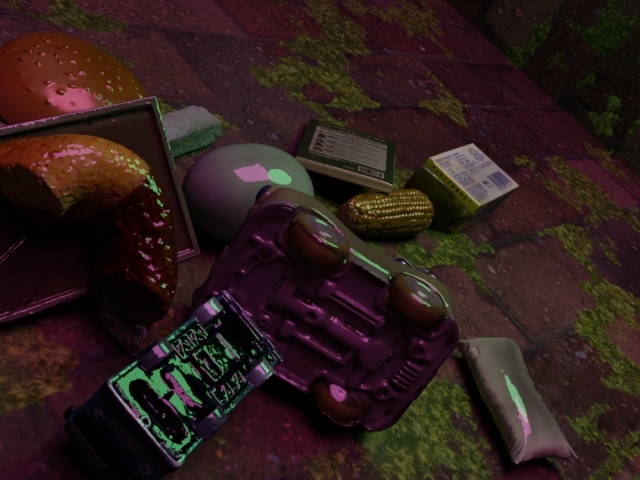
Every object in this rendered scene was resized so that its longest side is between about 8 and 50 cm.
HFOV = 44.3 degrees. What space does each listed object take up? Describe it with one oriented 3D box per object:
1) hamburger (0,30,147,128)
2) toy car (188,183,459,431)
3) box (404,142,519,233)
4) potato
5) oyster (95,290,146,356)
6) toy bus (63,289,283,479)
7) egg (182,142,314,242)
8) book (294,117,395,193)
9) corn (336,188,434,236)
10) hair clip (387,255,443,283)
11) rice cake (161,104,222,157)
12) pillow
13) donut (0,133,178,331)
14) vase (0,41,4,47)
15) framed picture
[{"bbox_3d":[-0.371,-0.173,1.119,0.274,0.212,0.274,24,33,-17],"label":"hamburger"},{"bbox_3d":[0.009,0.085,1.121,0.336,0.242,0.226,31,18,-9],"label":"toy car"},{"bbox_3d":[0.335,-0.127,1.839,0.168,0.097,0.265,45,32,14],"label":"box"},{"bbox_3d":[0.243,-0.081,1.665,0.149,0.081,0.120,42,5,14],"label":"potato"},{"bbox_3d":[-0.264,0.103,1.042,0.098,0.037,0.100,46,9,-17],"label":"oyster"},{"bbox_3d":[-0.168,0.177,0.915,0.128,0.147,0.256,50,29,1],"label":"toy bus"},{"bbox_3d":[-0.116,-0.074,1.275,0.231,0.168,0.168,1,46,-37],"label":"egg"},{"bbox_3d":[0.057,-0.180,1.630,0.202,0.027,0.264,15,26,-1],"label":"book"},{"bbox_3d":[0.135,-0.054,1.561,0.262,0.097,0.097,-3,49,-42],"label":"corn"},{"bbox_3d":[0.172,0.072,1.473,0.195,0.052,0.124,17,42,-37],"label":"hair clip"},{"bbox_3d":[-0.256,-0.191,1.394,0.069,0.063,0.206,41,32,11],"label":"rice cake"},{"bbox_3d":[0.333,0.268,1.338,0.144,0.078,0.254,13,38,-32],"label":"pillow"},{"bbox_3d":[-0.246,-0.035,0.954,0.151,0.112,0.295,-51,117,-25],"label":"donut"},{"bbox_3d":[-0.525,-0.288,1.256,0.214,0.086,0.086,33,32,-12],"label":"vase"},{"bbox_3d":[-0.313,-0.042,0.988,0.315,0.024,0.232,-21,100,-38],"label":"framed picture"}]
